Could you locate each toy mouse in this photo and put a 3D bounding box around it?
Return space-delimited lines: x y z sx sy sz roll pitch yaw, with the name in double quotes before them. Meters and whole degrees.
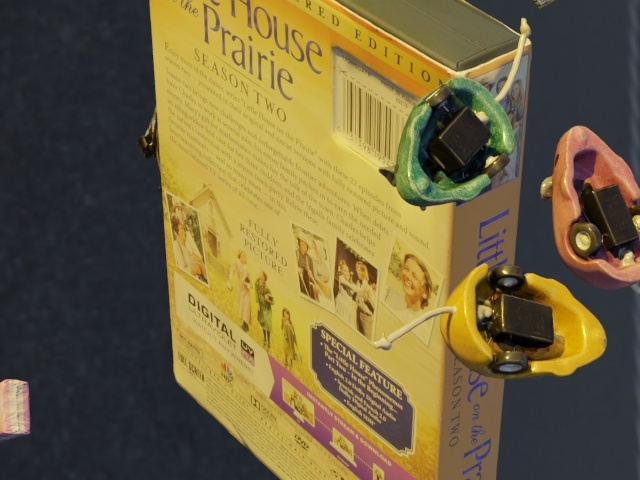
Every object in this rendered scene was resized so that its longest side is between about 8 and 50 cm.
"toy mouse" 0.072 -0.014 0.635 0.161 0.031 0.143 10 63 -31

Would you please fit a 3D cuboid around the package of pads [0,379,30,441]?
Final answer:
"package of pads" -0.295 0.157 1.570 0.032 0.083 0.050 8 73 -36

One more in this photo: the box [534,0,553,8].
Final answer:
"box" 0.250 -0.275 1.513 0.054 0.169 0.059 49 27 -29

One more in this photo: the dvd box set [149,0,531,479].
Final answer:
"dvd box set" 0.000 0.000 1.118 0.062 0.307 0.420 -25 133 -30

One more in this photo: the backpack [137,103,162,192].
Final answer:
"backpack" -0.096 -0.131 1.651 0.158 0.117 0.173 -123 -136 -63
